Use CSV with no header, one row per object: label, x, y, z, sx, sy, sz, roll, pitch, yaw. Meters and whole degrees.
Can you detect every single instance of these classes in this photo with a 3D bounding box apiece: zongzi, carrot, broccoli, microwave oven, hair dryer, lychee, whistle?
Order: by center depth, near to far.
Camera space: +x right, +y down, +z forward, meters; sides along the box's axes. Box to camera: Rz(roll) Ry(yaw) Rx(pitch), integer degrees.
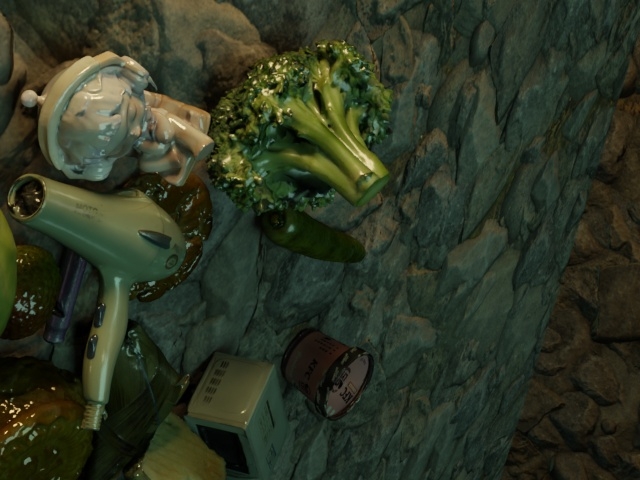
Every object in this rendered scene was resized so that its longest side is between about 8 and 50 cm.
hair dryer,-0.285,0.042,1.125,0.296,0.119,0.298,59,41,-51
lychee,-0.376,0.066,1.136,0.146,0.114,0.114,-52,151,-43
whistle,-0.340,0.058,1.259,0.033,0.033,0.176,-2,115,-55
zongzi,-0.313,0.244,1.354,0.242,0.112,0.221,-55,151,-23
broccoli,-0.022,-0.156,1.382,0.288,0.260,0.235,-48,-170,9
microwave oven,-0.144,0.318,1.638,0.208,0.122,0.162,81,24,-45
carrot,0.000,0.000,1.686,0.074,0.074,0.358,-63,152,2

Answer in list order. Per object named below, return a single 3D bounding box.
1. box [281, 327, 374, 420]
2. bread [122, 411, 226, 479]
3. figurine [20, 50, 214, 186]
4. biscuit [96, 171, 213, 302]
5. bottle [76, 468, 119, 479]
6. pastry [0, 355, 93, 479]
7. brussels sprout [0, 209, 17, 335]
box,0.010,0.254,1.832,0.151,0.135,0.151,-37,144,-33
bread,-0.246,0.348,1.494,0.064,0.172,0.232,-36,155,16
figurine,-0.249,-0.141,1.132,0.236,0.141,0.162,14,107,-58
biscuit,-0.236,-0.006,1.354,0.226,0.042,0.226,-37,142,-36
bottle,-0.384,0.380,1.410,0.187,0.069,0.069,-24,132,-48
pastry,-0.412,0.271,1.244,0.240,0.132,0.235,-51,157,-5
brussels sprout,-0.436,0.028,0.851,0.344,0.268,0.344,-17,128,-23
